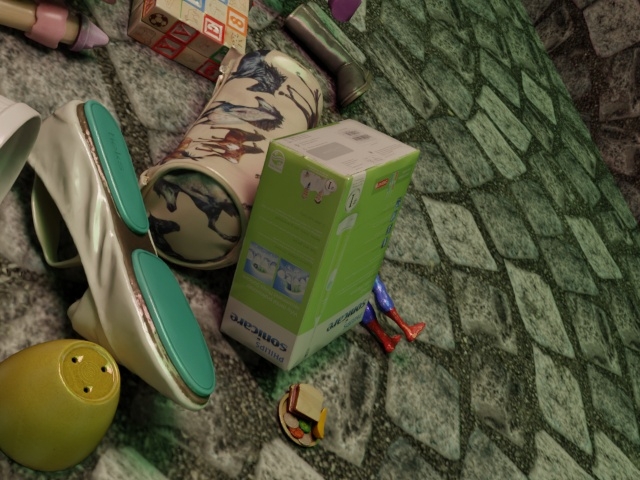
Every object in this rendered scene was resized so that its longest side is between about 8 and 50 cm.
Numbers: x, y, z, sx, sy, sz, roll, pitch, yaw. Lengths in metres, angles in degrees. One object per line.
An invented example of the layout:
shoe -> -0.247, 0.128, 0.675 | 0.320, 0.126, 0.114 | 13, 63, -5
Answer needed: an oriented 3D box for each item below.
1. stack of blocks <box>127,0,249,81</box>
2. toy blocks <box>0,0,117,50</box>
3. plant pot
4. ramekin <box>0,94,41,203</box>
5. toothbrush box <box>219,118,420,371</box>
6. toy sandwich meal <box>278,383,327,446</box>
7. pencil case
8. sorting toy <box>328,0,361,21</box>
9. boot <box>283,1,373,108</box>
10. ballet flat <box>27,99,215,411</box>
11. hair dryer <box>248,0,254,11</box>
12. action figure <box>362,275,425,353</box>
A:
stack of blocks -> -0.211, -0.438, 1.394 | 0.171, 0.087, 0.297 | 24, 53, -35
toy blocks -> -0.307, -0.446, 1.133 | 0.260, 0.309, 0.289 | 11, 52, -37
plant pot -> -0.258, 0.154, 0.843 | 0.134, 0.095, 0.134 | 30, 41, -30
ramekin -> -0.378, -0.067, 0.814 | 0.109, 0.207, 0.207 | 32, 38, -10
toothbrush box -> 0.000, 0.000, 1.106 | 0.122, 0.283, 0.206 | 27, 28, 23
toy sandwich meal -> -0.020, 0.233, 1.110 | 0.085, 0.029, 0.086 | 30, 40, -29
pencil case -> -0.127, -0.131, 1.199 | 0.183, 0.160, 0.410 | 28, 38, -4
sorting toy -> -0.063, -0.568, 1.615 | 0.365, 0.127, 0.126 | 28, 31, -39
boot -> 0.012, -0.373, 1.655 | 0.208, 0.076, 0.190 | 50, 19, -16
ballet flat -> -0.243, 0.027, 0.953 | 0.139, 0.139, 0.400 | -3, 63, -51
hair dryer -> -0.204, -0.587, 1.587 | 0.223, 0.080, 0.294 | 28, 41, -31
action figure -> 0.065, 0.030, 1.342 | 0.280, 0.091, 0.139 | 50, 41, -6
